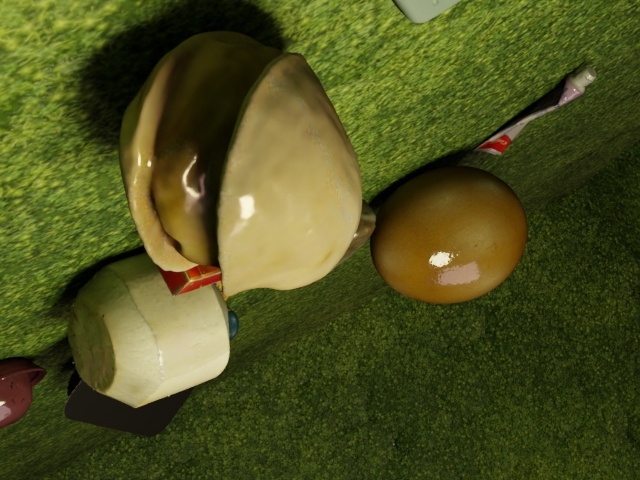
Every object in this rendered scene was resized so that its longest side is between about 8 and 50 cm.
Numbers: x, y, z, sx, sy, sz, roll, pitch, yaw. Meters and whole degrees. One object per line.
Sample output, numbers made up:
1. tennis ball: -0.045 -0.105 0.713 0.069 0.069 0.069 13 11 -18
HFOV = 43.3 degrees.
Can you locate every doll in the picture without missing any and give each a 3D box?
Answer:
1. doll: -0.240 0.188 1.769 0.152 0.085 0.114 -5 169 -41

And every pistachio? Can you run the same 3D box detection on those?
1. pistachio: -0.072 -0.065 0.781 0.321 0.229 0.238 54 53 -73

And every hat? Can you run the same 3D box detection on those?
1. hat: -0.545 0.271 1.329 0.205 0.089 0.205 -28 169 -6

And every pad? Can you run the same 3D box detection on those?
1. pad: -0.347 0.257 1.480 0.315 0.063 0.375 -55 156 -8

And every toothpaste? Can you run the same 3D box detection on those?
1. toothpaste: 0.442 -0.259 1.659 0.075 0.048 0.301 -25 170 -43

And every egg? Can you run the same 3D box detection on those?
1. egg: 0.264 -0.010 1.668 0.351 0.282 0.282 -22 166 -32

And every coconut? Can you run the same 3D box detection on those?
1. coconut: -0.240 0.125 1.180 0.241 0.241 0.241 -29 168 -7

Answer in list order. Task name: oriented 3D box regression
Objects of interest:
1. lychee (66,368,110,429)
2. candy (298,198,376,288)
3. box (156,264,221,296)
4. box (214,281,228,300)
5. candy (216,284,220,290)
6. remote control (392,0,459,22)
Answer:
1. lychee: -0.407 0.284 1.579 0.171 0.171 0.171 -29 168 -7
2. candy: 0.000 0.000 1.498 0.234 0.104 0.102 -39 167 34
3. box: -0.153 0.002 1.112 0.175 0.112 0.048 -16 162 -49
4. box: -0.243 0.116 1.543 0.152 0.043 0.269 -25 168 -26
5. candy: -0.228 0.128 1.420 0.136 0.038 0.088 -34 160 -32
6. remote control: 0.093 -0.277 0.685 0.140 0.056 0.296 -35 166 14
